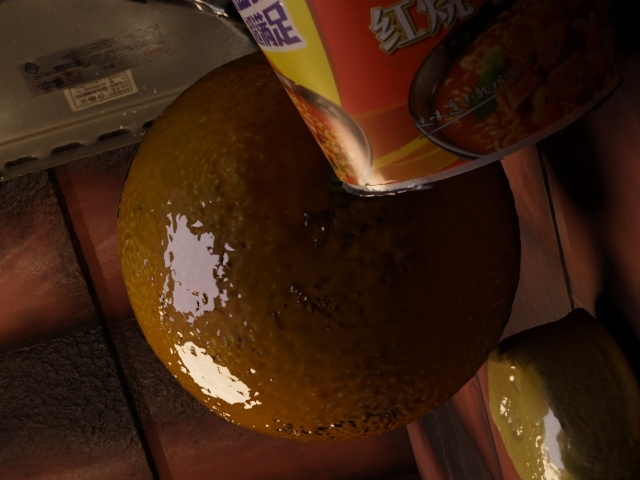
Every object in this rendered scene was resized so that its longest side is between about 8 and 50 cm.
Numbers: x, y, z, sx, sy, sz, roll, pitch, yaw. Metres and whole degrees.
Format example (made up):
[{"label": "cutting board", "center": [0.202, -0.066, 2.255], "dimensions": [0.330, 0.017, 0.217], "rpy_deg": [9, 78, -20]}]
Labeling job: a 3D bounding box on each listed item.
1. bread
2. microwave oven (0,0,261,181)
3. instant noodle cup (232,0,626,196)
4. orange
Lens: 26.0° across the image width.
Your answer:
[{"label": "bread", "center": [0.168, 0.116, 0.895], "dimensions": [0.125, 0.086, 0.156], "rpy_deg": [85, 167, -51]}, {"label": "microwave oven", "center": [-0.138, -0.260, 1.042], "dimensions": [0.236, 0.432, 0.374], "rpy_deg": [77, 174, -49]}, {"label": "instant noodle cup", "center": [0.052, -0.134, 0.701], "dimensions": [0.174, 0.213, 0.213], "rpy_deg": [64, 179, -17]}, {"label": "orange", "center": [0.000, 0.000, 0.907], "dimensions": [0.274, 0.274, 0.274], "rpy_deg": [163, 90, -86]}]
